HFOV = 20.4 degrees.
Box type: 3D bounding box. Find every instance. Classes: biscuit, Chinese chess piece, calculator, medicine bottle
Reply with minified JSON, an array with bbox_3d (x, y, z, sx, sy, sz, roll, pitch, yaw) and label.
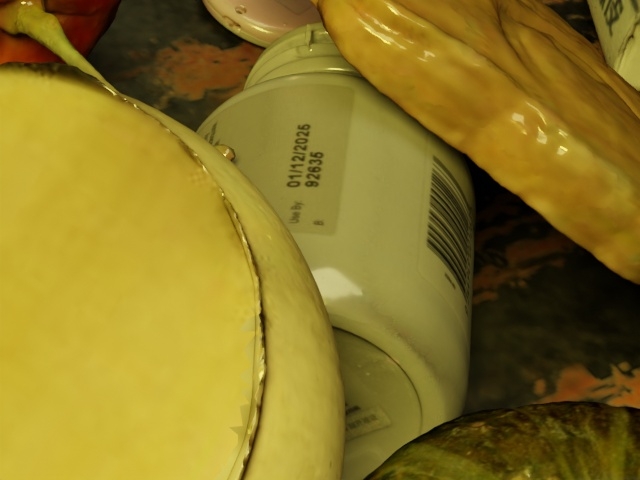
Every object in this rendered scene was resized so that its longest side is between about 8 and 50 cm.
[{"bbox_3d":[0.093,-0.087,0.853,0.376,0.051,0.269,36,18,-16],"label":"biscuit"},{"bbox_3d":[-0.119,0.065,0.603,0.257,0.104,0.257,-7,63,14],"label":"Chinese chess piece"},{"bbox_3d":[-0.001,-0.156,1.021,0.103,0.024,0.166,34,45,16],"label":"calculator"},{"bbox_3d":[0.000,0.000,0.774,0.135,0.135,0.215,15,39,-5],"label":"medicine bottle"}]

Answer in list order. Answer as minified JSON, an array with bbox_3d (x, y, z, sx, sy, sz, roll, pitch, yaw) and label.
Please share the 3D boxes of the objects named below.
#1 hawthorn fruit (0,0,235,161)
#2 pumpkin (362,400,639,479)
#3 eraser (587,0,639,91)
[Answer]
[{"bbox_3d":[-0.136,-0.102,0.796,0.165,0.165,0.285,-6,36,-26],"label":"hawthorn fruit"},{"bbox_3d":[0.092,0.161,0.630,0.223,0.157,0.224,-2,49,2],"label":"pumpkin"},{"bbox_3d":[0.200,-0.199,1.067,0.068,0.124,0.210,6,44,-13],"label":"eraser"}]
